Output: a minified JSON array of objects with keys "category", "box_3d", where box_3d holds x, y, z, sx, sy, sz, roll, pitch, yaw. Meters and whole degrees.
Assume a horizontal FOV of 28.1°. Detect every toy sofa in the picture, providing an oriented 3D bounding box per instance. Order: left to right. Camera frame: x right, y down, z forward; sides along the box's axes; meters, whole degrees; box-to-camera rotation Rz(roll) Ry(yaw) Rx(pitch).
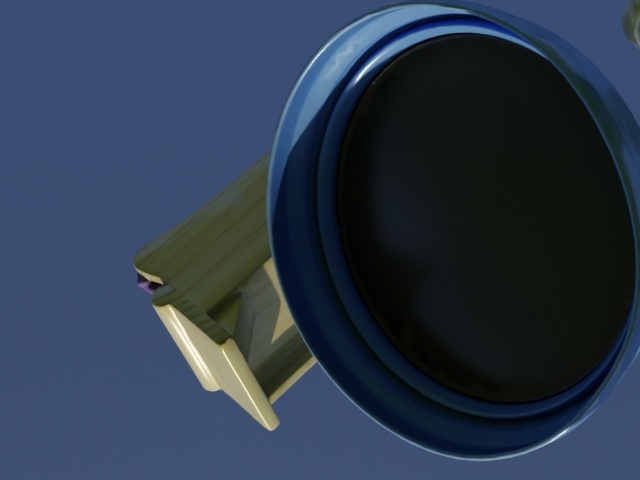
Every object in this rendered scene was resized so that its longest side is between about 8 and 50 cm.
[{"category":"toy sofa","box_3d":[0.000,0.000,1.313,0.362,0.150,0.177,-42,-133,-17]}]

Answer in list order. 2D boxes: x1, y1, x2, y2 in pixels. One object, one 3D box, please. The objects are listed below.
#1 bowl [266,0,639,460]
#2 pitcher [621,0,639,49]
[{"category":"bowl","box_3d":[0.116,-0.011,1.092,0.077,0.391,0.391,-17,-98,-45]},{"category":"pitcher","box_3d":[0.340,-0.202,0.957,0.177,0.207,0.125,13,-139,-38]}]
